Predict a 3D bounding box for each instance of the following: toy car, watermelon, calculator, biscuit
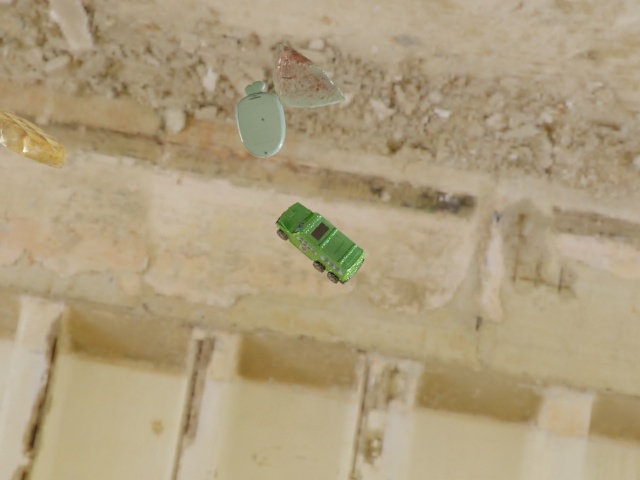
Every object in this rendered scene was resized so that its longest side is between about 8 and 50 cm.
[{"bbox_3d":[0.000,0.000,1.649,0.165,0.071,0.062,40,155,6],"label":"toy car"},{"bbox_3d":[-0.035,-0.247,1.427,0.081,0.094,0.180,-27,-154,-18],"label":"watermelon"},{"bbox_3d":[-0.117,-0.235,1.846,0.095,0.153,0.021,-12,172,8],"label":"calculator"},{"bbox_3d":[-0.446,-0.165,1.249,0.309,0.040,0.204,26,179,19],"label":"biscuit"}]
